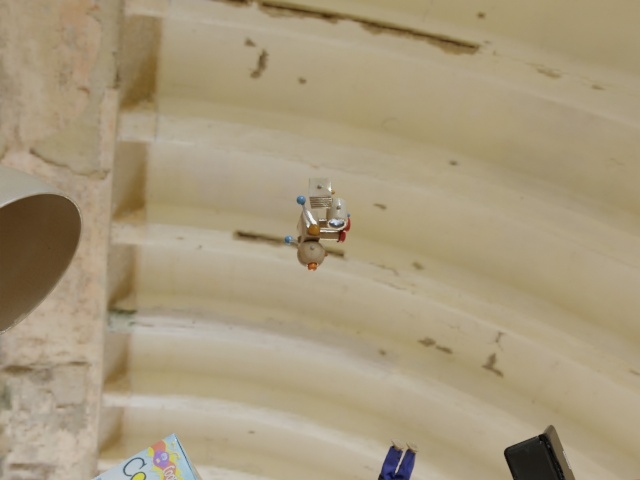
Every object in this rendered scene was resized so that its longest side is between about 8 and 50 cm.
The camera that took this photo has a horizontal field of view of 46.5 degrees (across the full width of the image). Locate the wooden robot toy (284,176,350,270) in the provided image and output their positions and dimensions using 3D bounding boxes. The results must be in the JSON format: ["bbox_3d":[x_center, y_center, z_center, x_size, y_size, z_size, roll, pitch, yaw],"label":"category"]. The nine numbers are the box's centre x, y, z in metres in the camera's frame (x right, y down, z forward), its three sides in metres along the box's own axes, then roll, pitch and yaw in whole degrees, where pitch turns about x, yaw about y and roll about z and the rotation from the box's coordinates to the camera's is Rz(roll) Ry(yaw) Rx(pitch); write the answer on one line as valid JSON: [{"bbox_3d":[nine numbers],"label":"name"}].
[{"bbox_3d":[0.000,0.000,0.942,0.173,0.076,0.079,110,-17,-55],"label":"wooden robot toy"}]

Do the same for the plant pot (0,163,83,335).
[{"bbox_3d":[-0.517,-0.006,1.074,0.284,0.191,0.284,-48,165,-18],"label":"plant pot"}]

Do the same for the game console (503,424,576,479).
[{"bbox_3d":[0.361,0.376,1.209,0.107,0.071,0.122,-2,71,-64],"label":"game console"}]

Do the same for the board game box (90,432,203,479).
[{"bbox_3d":[-0.201,0.412,1.020,0.144,0.142,0.275,52,-18,38],"label":"board game box"}]

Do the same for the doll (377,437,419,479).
[{"bbox_3d":[0.161,0.530,1.624,0.046,0.129,0.189,-132,-120,-71],"label":"doll"}]

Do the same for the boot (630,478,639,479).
[{"bbox_3d":[0.593,0.351,1.125,0.088,0.244,0.176,-63,154,-64],"label":"boot"}]
